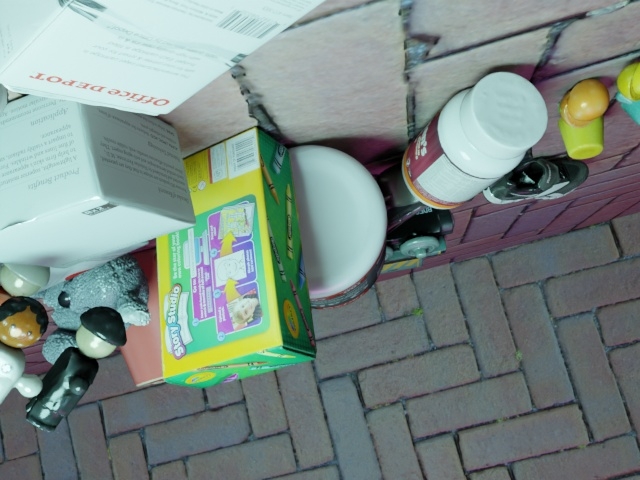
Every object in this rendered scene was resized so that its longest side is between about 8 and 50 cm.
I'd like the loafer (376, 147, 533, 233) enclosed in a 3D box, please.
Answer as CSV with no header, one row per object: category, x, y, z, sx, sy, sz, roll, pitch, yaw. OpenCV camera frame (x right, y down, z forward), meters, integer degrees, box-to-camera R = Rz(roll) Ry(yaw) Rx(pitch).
loafer,0.229,-0.094,1.174,0.302,0.095,0.109,-18,169,18

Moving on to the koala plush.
koala plush,-0.348,0.071,1.064,0.203,0.196,0.221,-21,175,-34

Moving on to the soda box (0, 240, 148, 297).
soda box,-0.366,0.004,0.899,0.286,0.091,0.098,-21,168,31

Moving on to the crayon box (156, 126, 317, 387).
crayon box,-0.110,0.022,0.811,0.165,0.279,0.081,-19,155,24

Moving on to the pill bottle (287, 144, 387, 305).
pill bottle,0.000,0.000,1.046,0.210,0.210,0.363,-15,169,3

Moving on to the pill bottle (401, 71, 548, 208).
pill bottle,0.199,-0.128,0.891,0.121,0.121,0.221,-11,168,-16

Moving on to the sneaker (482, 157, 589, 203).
sneaker,0.454,-0.126,1.358,0.234,0.078,0.106,-10,171,-12

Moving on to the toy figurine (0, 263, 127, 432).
toy figurine,-0.340,0.090,0.714,0.148,0.213,0.209,-54,159,-4

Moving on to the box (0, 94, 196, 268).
box,-0.253,-0.055,0.670,0.180,0.119,0.182,-17,169,15

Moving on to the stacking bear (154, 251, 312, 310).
stacking bear,-0.171,0.086,1.244,0.175,0.164,0.289,-21,130,36

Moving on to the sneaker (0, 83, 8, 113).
sneaker,-0.280,-0.121,0.437,0.082,0.071,0.190,-25,166,23

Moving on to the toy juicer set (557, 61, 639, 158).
toy juicer set,0.497,-0.219,0.946,0.328,0.090,0.209,-10,159,26

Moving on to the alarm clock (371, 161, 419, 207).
alarm clock,0.174,-0.107,1.061,0.192,0.064,0.129,-16,-169,1

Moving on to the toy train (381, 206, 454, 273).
toy train,0.098,0.006,1.333,0.333,0.142,0.190,-12,159,1

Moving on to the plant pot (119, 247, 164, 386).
plant pot,-0.305,0.157,1.370,0.274,0.243,0.275,-14,169,-3

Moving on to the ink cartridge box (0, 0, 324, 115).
ink cartridge box,-0.102,-0.161,0.420,0.190,0.082,0.139,-21,167,37
